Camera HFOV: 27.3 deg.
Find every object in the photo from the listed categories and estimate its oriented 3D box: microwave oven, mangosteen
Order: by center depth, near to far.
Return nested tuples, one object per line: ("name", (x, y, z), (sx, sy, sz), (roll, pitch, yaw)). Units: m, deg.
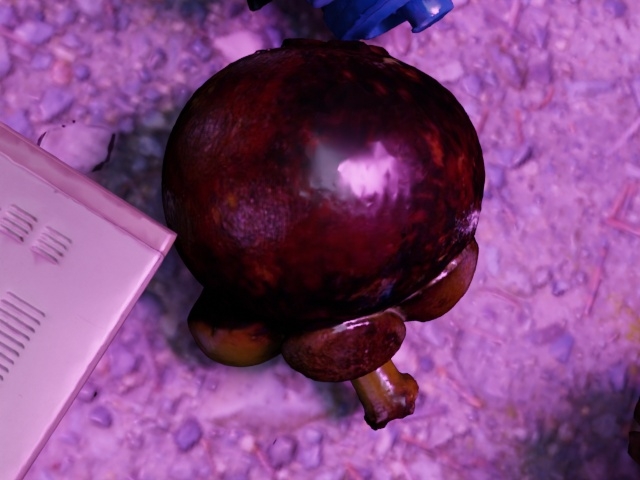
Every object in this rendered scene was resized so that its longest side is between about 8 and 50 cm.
("microwave oven", (-0.219, 0.016, 0.607), (0.240, 0.145, 0.194), (33, 76, -6))
("mangosteen", (-0.004, -0.011, 0.662), (0.172, 0.172, 0.184), (21, 101, -10))

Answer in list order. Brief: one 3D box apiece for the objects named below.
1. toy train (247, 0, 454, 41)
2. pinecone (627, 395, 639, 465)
("toy train", (0.075, -0.238, 0.658), (0.300, 0.265, 0.188), (-31, 89, -9))
("pinecone", (0.271, 0.165, 0.646), (0.296, 0.242, 0.298), (12, 118, 8))
